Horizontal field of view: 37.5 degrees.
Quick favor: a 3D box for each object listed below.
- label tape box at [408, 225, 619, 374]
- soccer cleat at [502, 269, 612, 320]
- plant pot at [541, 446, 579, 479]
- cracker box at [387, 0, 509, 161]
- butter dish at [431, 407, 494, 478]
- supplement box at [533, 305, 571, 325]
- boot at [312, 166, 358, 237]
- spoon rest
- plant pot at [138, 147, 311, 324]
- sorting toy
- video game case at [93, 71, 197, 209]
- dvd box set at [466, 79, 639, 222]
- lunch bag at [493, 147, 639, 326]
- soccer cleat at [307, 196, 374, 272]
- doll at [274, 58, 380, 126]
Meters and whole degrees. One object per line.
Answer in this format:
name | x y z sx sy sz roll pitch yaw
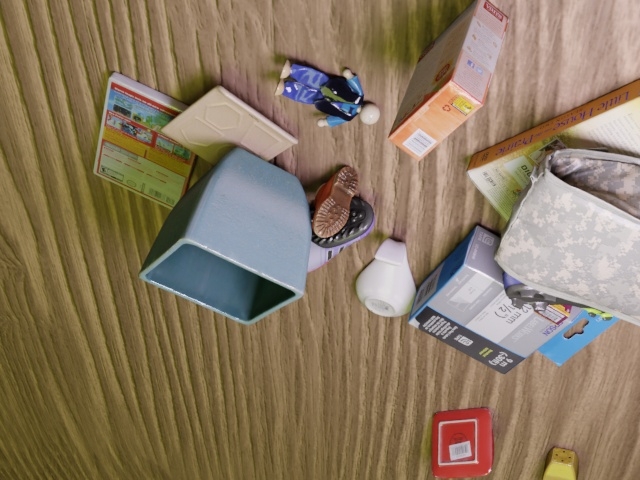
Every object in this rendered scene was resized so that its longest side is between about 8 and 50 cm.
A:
label tape box | 0.384 0.150 1.856 0.347 0.115 0.249 30 142 -4
soccer cleat | 0.460 0.069 1.664 0.289 0.121 0.093 8 154 -12
plant pot | 0.564 0.533 2.205 0.081 0.081 0.083 9 126 17
cracker box | 0.198 -0.249 1.441 0.067 0.232 0.155 34 138 -13
butter dish | 0.353 0.488 2.226 0.160 0.160 0.118 -13 150 34
supplement box | 0.431 0.104 1.721 0.055 0.083 0.043 29 145 -4
boot | 0.014 -0.062 1.782 0.059 0.158 0.084 40 144 -21
spoon rest | 0.141 0.077 1.939 0.137 0.084 0.276 18 152 8
plant pot | -0.157 -0.023 1.785 0.247 0.252 0.248 27 151 -20
sorting toy | -0.173 -0.205 1.785 0.193 0.038 0.208 33 143 -30
video game case | -0.350 -0.192 1.910 0.204 0.025 0.285 25 139 -1
dvd box set | 0.503 -0.099 1.586 0.420 0.062 0.307 -24 120 41
lunch bag | 0.446 -0.019 1.523 0.286 0.169 0.235 19 139 0
soccer cleat | 0.000 0.000 1.907 0.318 0.109 0.116 -22 143 37
doll | 0.016 -0.251 1.663 0.188 0.046 0.129 20 130 -5
